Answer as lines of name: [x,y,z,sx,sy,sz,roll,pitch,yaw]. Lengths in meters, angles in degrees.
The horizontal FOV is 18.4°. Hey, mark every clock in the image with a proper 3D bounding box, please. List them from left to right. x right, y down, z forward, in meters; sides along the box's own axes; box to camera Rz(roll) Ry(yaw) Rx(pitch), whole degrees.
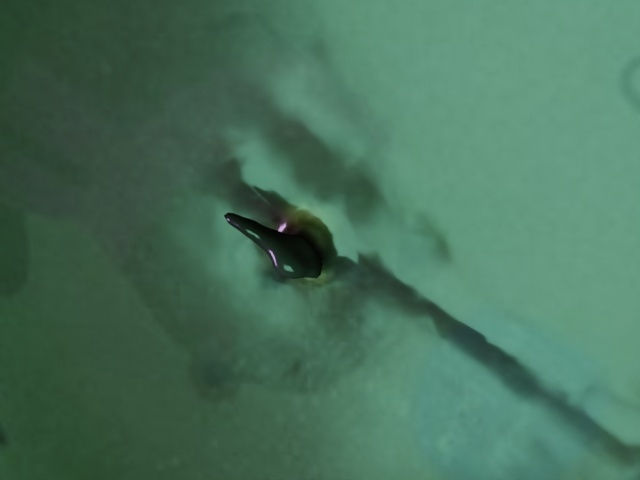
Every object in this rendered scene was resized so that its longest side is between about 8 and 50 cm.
clock: [0.000,0.000,0.463,0.281,0.055,0.280,6,110,16]
